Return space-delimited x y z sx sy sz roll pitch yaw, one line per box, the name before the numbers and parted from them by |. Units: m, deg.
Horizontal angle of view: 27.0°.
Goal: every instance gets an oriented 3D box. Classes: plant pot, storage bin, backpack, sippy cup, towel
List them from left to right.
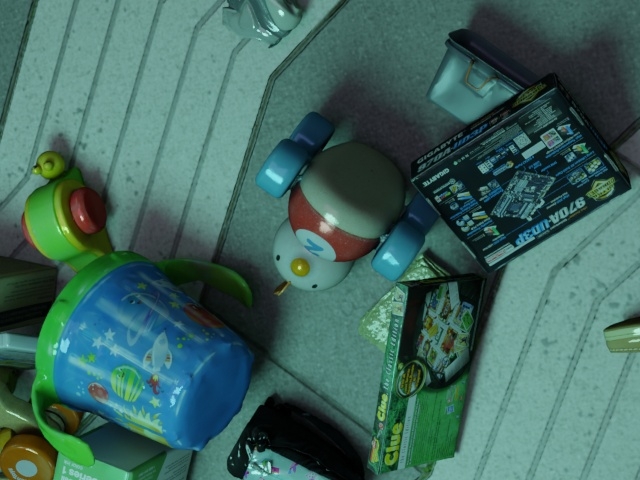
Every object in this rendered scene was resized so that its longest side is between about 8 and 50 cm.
plant pot | -0.503 0.209 2.010 0.079 0.083 0.083 11 100 7
sippy cup | -0.220 0.162 1.781 0.224 0.240 0.306 27 90 28
backpack | -0.031 0.312 1.822 0.182 0.152 0.115 29 111 2
towel | 0.130 0.102 1.790 0.110 0.027 0.148 44 107 9
storage bin | 0.203 -0.192 1.699 0.135 0.098 0.091 36 117 13

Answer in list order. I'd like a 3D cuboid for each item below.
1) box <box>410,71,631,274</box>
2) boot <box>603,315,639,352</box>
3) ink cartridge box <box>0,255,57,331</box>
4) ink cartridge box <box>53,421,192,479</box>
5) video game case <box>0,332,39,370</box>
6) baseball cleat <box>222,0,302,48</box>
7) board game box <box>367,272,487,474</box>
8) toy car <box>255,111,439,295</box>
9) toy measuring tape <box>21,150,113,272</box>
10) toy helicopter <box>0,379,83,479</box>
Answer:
box | 0.249 -0.081 1.672 0.220 0.051 0.175 -33 114 21
boot | 0.483 0.188 1.638 0.261 0.095 0.204 -2 97 16
ink cartridge box | -0.534 0.068 1.938 0.234 0.193 0.088 11 99 19
ink cartridge box | -0.291 0.404 1.854 0.117 0.201 0.278 17 102 18
video game case | -0.428 0.158 1.883 0.193 0.212 0.023 -9 76 34
baseball cleat | -0.114 -0.352 1.803 0.109 0.072 0.206 -41 78 26
board game box | 0.137 0.171 1.726 0.030 0.136 0.260 28 115 47
toy car | 0.000 0.000 1.746 0.219 0.210 0.238 35 119 1
toy measuring tape | -0.349 0.030 1.910 0.121 0.121 0.330 -18 90 21
toy helicopter | -0.541 0.271 1.953 0.355 0.140 0.235 32 124 -11
